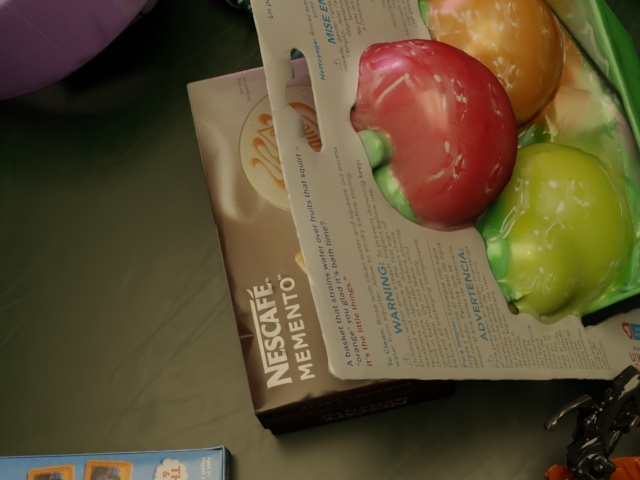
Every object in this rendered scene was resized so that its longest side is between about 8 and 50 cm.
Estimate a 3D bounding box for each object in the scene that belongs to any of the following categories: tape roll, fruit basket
[{"bbox_3d":[-0.236,-0.246,0.857,0.274,0.090,0.275,-12,62,23],"label":"tape roll"},{"bbox_3d":[0.085,-0.062,0.721,0.353,0.165,0.327,3,66,-41],"label":"fruit basket"}]

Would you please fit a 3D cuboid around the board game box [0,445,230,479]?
[{"bbox_3d":[-0.167,0.228,0.784,0.211,0.039,0.160,-3,72,4],"label":"board game box"}]

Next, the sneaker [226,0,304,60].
[{"bbox_3d":[-0.054,-0.206,0.918,0.076,0.065,0.167,-26,68,13],"label":"sneaker"}]

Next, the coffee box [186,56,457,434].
[{"bbox_3d":[0.000,0.000,0.816,0.141,0.098,0.247,-12,71,0],"label":"coffee box"}]

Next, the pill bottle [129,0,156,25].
[{"bbox_3d":[-0.172,-0.194,0.894,0.120,0.067,0.067,-34,72,11],"label":"pill bottle"}]

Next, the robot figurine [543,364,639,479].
[{"bbox_3d":[0.188,0.205,0.709,0.291,0.085,0.211,-33,107,-1],"label":"robot figurine"}]

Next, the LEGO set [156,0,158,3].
[{"bbox_3d":[-0.153,-0.223,0.940,0.054,0.023,0.083,20,74,11],"label":"LEGO set"}]
